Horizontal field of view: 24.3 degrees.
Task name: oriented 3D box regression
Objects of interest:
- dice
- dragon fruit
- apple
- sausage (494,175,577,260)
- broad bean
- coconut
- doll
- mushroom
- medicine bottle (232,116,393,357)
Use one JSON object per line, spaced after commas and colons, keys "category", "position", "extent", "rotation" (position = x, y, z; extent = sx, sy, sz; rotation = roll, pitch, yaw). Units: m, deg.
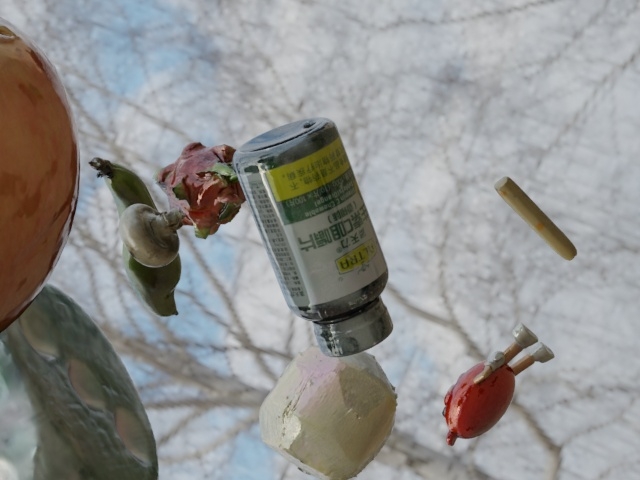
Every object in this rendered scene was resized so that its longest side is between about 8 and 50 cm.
{"category": "dice", "position": [-0.430, 0.258, 1.886], "extent": [0.330, 0.328, 0.348], "rotation": [-31, -16, 13]}
{"category": "dragon fruit", "position": [-0.170, -0.085, 2.291], "extent": [0.137, 0.135, 0.236], "rotation": [-45, 14, -14]}
{"category": "apple", "position": [-0.435, -0.048, 1.450], "extent": [0.391, 0.392, 0.346], "rotation": [-32, -48, -56]}
{"category": "sausage", "position": [0.248, -0.024, 1.701], "extent": [0.132, 0.024, 0.024], "rotation": [43, -118, -20]}
{"category": "broad bean", "position": [-0.248, -0.011, 2.041], "extent": [0.075, 0.067, 0.325], "rotation": [-33, -49, -18]}
{"category": "coconut", "position": [0.022, 0.283, 2.516], "extent": [0.230, 0.227, 0.227], "rotation": [-56, -24, -12]}
{"category": "doll", "position": [0.263, 0.228, 2.293], "extent": [0.217, 0.085, 0.183], "rotation": [-50, -29, 0]}
{"category": "mushroom", "position": [-0.197, -0.013, 1.790], "extent": [0.079, 0.085, 0.085], "rotation": [-32, -7, 26]}
{"category": "medicine bottle", "position": [0.000, 0.000, 1.890], "extent": [0.141, 0.141, 0.293], "rotation": [-40, -65, -50]}
